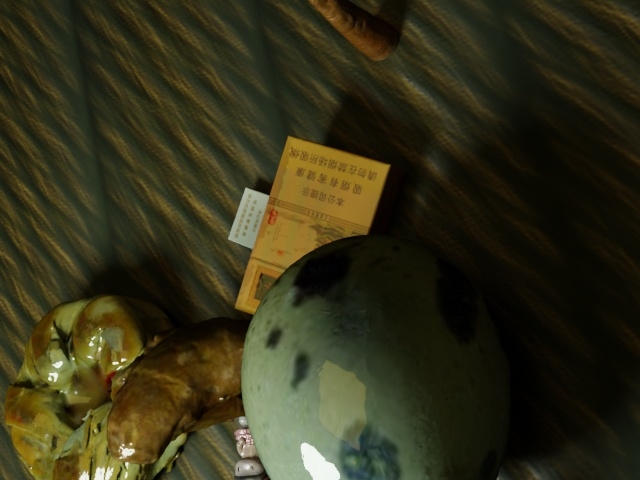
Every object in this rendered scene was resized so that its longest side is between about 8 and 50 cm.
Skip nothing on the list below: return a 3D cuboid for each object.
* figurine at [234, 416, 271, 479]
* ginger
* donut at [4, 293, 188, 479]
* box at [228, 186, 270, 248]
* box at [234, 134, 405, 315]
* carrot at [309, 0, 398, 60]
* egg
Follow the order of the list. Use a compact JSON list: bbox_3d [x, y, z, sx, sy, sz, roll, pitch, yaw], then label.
[{"bbox_3d":[-0.095,0.328,1.819,0.072,0.054,0.129,-7,69,20],"label":"figurine"},{"bbox_3d":[-0.185,0.211,1.776,0.172,0.321,0.165,47,153,37],"label":"ginger"},{"bbox_3d":[-0.361,0.264,1.948,0.360,0.170,0.360,-9,75,36],"label":"donut"},{"bbox_3d":[-0.065,-0.018,1.877,0.167,0.024,0.090,21,93,35],"label":"box"},{"bbox_3d":[0.000,0.000,1.777,0.174,0.076,0.274,18,91,25],"label":"box"},{"bbox_3d":[0.040,-0.323,1.749,0.061,0.209,0.061,-8,74,30],"label":"carrot"},{"bbox_3d":[0.072,0.194,1.527,0.345,0.345,0.428,-31,44,27],"label":"egg"}]
